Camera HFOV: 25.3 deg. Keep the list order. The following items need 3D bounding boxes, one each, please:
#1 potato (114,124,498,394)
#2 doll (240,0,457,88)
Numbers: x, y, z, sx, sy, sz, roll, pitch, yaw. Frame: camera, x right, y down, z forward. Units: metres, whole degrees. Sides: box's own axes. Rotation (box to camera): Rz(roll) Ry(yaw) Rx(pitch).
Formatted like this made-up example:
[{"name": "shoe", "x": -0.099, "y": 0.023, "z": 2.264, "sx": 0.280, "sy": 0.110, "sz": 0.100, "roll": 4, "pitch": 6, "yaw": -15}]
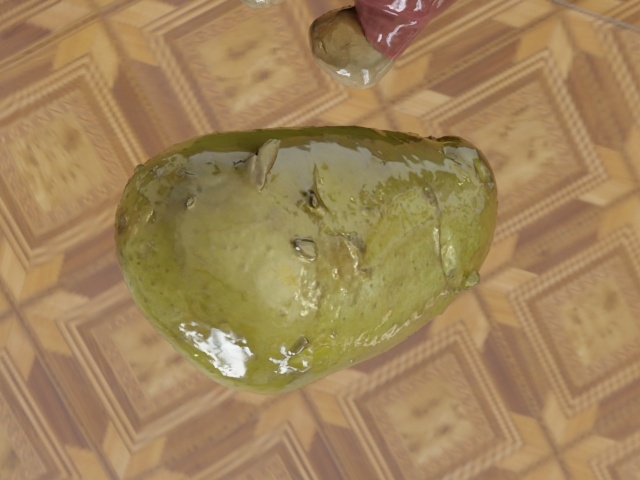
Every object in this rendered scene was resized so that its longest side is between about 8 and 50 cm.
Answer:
[{"name": "potato", "x": 0.000, "y": 0.000, "z": 0.578, "sx": 0.188, "sy": 0.085, "sz": 0.105, "roll": -17, "pitch": 105, "yaw": -40}, {"name": "doll", "x": -0.022, "y": -0.214, "z": 0.731, "sx": 0.256, "sy": 0.196, "sz": 0.152, "roll": 39, "pitch": 103, "yaw": -22}]
